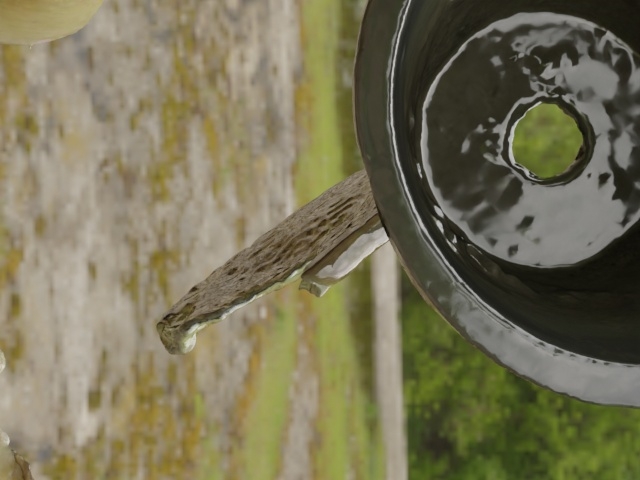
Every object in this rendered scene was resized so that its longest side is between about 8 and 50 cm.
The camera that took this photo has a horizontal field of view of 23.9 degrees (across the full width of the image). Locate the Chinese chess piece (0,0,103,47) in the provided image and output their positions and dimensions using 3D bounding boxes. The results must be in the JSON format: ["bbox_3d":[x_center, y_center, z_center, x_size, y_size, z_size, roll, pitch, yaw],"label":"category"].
[{"bbox_3d":[-0.206,-0.264,1.072,0.251,0.097,0.251,-21,-114,57],"label":"Chinese chess piece"}]

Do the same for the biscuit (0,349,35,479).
[{"bbox_3d":[-0.243,0.121,0.932,0.061,0.118,0.183,92,-20,-53],"label":"biscuit"}]

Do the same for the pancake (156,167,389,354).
[{"bbox_3d":[0.000,0.000,1.109,0.033,0.288,0.286,55,6,-10],"label":"pancake"}]

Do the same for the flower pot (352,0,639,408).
[{"bbox_3d":[0.133,-0.056,0.730,0.166,0.269,0.269,151,-61,-80],"label":"flower pot"}]
